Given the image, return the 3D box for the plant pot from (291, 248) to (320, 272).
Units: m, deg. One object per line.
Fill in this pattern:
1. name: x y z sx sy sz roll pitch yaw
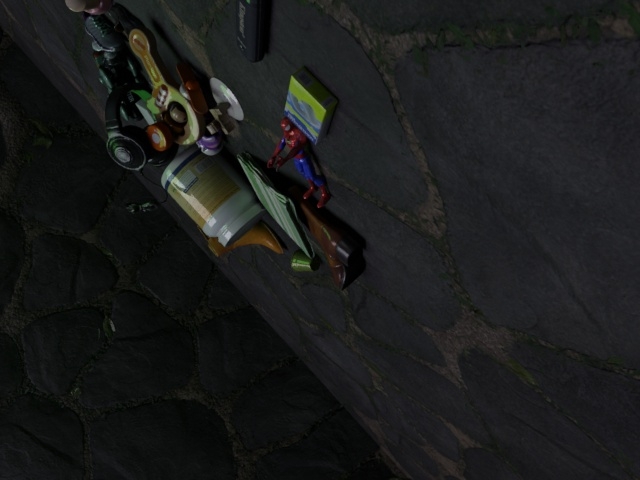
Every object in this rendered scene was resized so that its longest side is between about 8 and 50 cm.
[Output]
1. plant pot: -0.045 0.075 2.120 0.079 0.083 0.083 12 142 44

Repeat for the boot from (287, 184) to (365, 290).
1. boot: 0.000 0.000 1.816 0.280 0.096 0.264 43 166 24

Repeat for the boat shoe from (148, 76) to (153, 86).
1. boat shoe: -0.487 -0.444 2.042 0.254 0.079 0.095 50 164 -5

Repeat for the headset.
1. headset: -0.571 -0.285 1.934 0.185 0.243 0.394 -6 99 25

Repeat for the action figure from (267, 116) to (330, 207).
1. action figure: -0.070 -0.178 1.542 0.091 0.139 0.280 33 155 37

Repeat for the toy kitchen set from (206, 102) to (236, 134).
1. toy kitchen set: -0.279 -0.333 1.746 0.075 0.068 0.083 15 144 58

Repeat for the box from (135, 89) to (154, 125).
1. box: -0.564 -0.457 2.160 0.087 0.101 0.102 32 158 40

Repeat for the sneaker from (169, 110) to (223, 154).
1. sneaker: -0.392 -0.381 1.951 0.236 0.095 0.104 44 156 -4

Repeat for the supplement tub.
1. supplement tub: -0.357 -0.155 2.102 0.316 0.228 0.228 47 163 3

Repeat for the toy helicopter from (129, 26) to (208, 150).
1. toy helicopter: -0.438 -0.446 1.785 0.235 0.140 0.355 -11 110 43

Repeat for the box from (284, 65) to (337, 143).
1. box: -0.025 -0.285 1.349 0.109 0.042 0.178 46 162 7

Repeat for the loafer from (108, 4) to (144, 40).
1. loafer: -0.601 -0.661 1.879 0.170 0.061 0.062 39 161 29

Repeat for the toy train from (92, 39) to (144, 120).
1. toy train: -0.728 -0.581 2.247 0.190 0.142 0.334 51 165 25

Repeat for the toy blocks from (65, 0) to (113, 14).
1. toy blocks: -0.399 -0.645 1.267 0.260 0.309 0.289 -87 -23 -67

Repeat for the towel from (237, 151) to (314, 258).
1. towel: -0.135 -0.115 1.895 0.325 0.038 0.248 46 165 43

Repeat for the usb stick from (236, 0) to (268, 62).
1. usb stick: -0.140 -0.458 1.245 0.077 0.045 0.278 45 163 8

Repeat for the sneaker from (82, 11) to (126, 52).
1. sneaker: -0.736 -0.709 2.070 0.223 0.083 0.098 39 156 29

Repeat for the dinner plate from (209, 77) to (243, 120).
1. dinner plate: -0.268 -0.393 1.740 0.141 0.017 0.141 41 160 18

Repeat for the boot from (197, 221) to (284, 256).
1. boot: -0.301 -0.002 2.323 0.295 0.211 0.104 45 163 8
